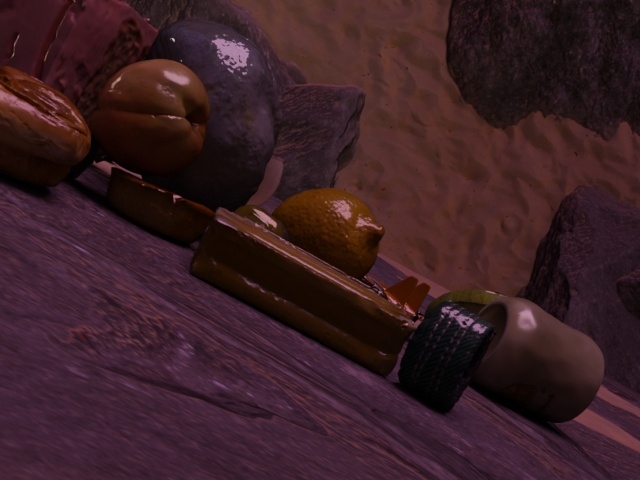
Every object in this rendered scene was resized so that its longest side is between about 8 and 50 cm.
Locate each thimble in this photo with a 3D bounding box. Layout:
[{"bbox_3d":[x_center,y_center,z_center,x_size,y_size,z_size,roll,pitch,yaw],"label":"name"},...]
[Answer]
[{"bbox_3d":[0.171,0.154,1.583,0.090,0.135,0.118,30,5,17],"label":"thimble"}]

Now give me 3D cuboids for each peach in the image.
[{"bbox_3d":[-0.257,-0.185,1.763,0.184,0.184,0.184,29,4,-2],"label":"peach"}]

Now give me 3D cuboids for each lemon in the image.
[{"bbox_3d":[0.000,0.000,2.008,0.244,0.187,0.187,-9,-20,33],"label":"lemon"}]

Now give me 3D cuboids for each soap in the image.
[{"bbox_3d":[-0.120,-0.003,1.795,0.089,0.045,0.140,40,47,12],"label":"soap"},{"bbox_3d":[-0.028,0.067,1.643,0.315,0.091,0.199,28,4,-8],"label":"soap"}]

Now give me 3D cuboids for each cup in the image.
[{"bbox_3d":[0.353,0.195,2.059,0.202,0.173,0.255,29,4,-19],"label":"cup"}]

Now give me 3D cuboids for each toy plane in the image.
[{"bbox_3d":[0.050,0.069,2.145,0.316,0.103,0.204,24,-2,35],"label":"toy plane"}]

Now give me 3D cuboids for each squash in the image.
[{"bbox_3d":[0.298,0.160,2.175,0.219,0.041,0.219,13,-34,9],"label":"squash"}]

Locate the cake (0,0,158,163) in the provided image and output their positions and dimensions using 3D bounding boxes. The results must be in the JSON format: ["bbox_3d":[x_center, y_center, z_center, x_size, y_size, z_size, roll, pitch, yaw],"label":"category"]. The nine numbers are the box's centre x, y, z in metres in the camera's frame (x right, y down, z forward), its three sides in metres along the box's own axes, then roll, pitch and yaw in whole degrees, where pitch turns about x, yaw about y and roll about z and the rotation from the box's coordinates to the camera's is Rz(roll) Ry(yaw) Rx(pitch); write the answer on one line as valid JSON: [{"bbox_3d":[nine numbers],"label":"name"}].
[{"bbox_3d":[-0.487,-0.333,2.040,0.314,0.293,0.307,24,0,22],"label":"cake"}]

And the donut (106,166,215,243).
[{"bbox_3d":[-0.248,-0.050,1.768,0.178,0.065,0.162,24,1,-41],"label":"donut"}]

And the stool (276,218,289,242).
[{"bbox_3d":[-0.107,0.000,1.901,0.096,0.096,0.110,28,0,-20],"label":"stool"}]

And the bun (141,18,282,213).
[{"bbox_3d":[-0.193,-0.203,1.996,0.211,0.362,0.362,-6,24,-31],"label":"bun"}]

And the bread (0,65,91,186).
[{"bbox_3d":[-0.407,-0.159,1.545,0.198,0.120,0.236,25,8,-25],"label":"bread"}]

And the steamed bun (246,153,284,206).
[{"bbox_3d":[-0.217,-0.164,2.638,0.242,0.164,0.146,23,6,-46],"label":"steamed bun"}]

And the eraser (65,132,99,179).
[{"bbox_3d":[-0.464,-0.181,1.757,0.227,0.081,0.174,31,6,9],"label":"eraser"}]
